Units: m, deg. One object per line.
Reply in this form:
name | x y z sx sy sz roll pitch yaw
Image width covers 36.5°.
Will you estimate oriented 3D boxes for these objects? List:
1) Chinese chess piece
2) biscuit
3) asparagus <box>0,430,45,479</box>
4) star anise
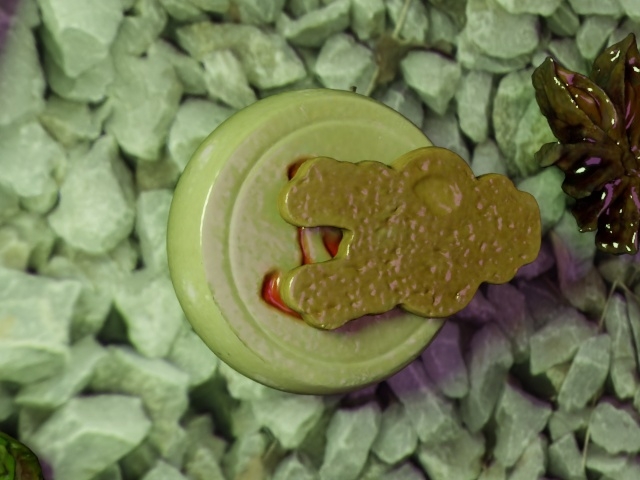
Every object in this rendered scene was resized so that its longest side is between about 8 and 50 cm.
Chinese chess piece | 0.000 0.000 0.846 0.273 0.102 0.273 1 88 -23
biscuit | 0.077 -0.005 0.804 0.236 0.040 0.143 -4 98 -24
asparagus | -0.317 0.135 0.728 0.287 0.080 0.080 31 77 -18
star anise | 0.295 -0.093 0.978 0.214 0.099 0.219 -6 86 -36
